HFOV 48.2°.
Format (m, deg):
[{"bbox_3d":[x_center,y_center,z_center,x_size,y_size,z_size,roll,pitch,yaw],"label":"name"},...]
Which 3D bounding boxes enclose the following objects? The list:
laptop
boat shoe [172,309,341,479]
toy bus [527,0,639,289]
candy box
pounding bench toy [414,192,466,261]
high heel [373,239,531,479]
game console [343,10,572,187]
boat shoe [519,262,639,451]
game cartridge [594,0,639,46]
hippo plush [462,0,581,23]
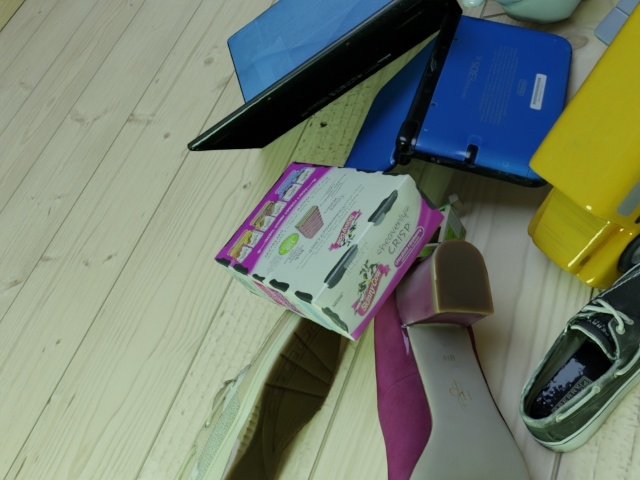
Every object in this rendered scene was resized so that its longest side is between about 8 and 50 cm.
[{"bbox_3d":[-0.017,-0.331,1.061,0.382,0.236,0.408,-32,-1,19],"label":"laptop"},{"bbox_3d":[-0.077,0.188,0.795,0.098,0.109,0.302,13,70,41],"label":"boat shoe"},{"bbox_3d":[0.310,-0.116,0.660,0.332,0.130,0.108,-59,44,21],"label":"toy bus"},{"bbox_3d":[0.000,0.000,0.773,0.159,0.071,0.233,-52,29,-13],"label":"candy box"},{"bbox_3d":[0.132,-0.015,0.850,0.065,0.052,0.083,-5,53,34],"label":"pounding bench toy"},{"bbox_3d":[0.108,0.197,0.692,0.181,0.127,0.377,125,155,-64],"label":"high heel"},{"bbox_3d":[0.166,-0.145,0.924,0.250,0.173,0.293,16,50,9],"label":"game console"},{"bbox_3d":[0.262,0.093,0.649,0.219,0.070,0.078,-50,43,-10],"label":"boat shoe"},{"bbox_3d":[0.450,-0.191,0.670,0.230,0.068,0.355,-49,48,20],"label":"game cartridge"},{"bbox_3d":[0.279,-0.427,0.944,0.234,0.294,0.236,-35,49,33],"label":"hippo plush"}]
